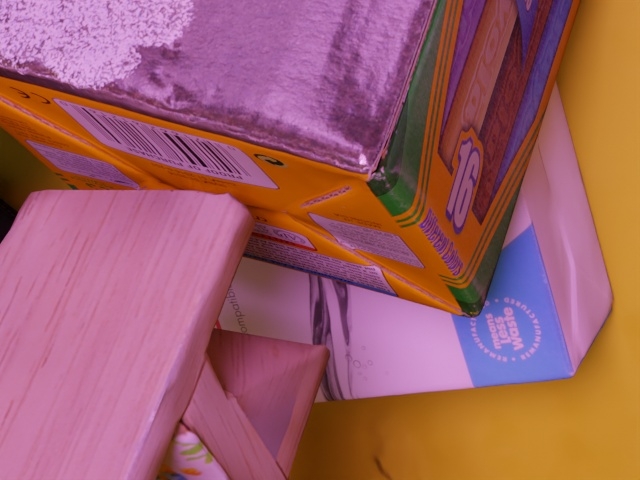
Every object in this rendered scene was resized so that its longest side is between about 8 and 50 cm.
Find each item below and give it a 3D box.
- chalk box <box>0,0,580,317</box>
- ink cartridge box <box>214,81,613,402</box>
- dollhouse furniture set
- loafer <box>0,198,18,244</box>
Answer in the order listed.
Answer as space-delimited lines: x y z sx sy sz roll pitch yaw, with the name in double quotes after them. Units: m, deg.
0.006 -0.107 0.479 0.132 0.132 0.213 15 76 20 "chalk box"
0.000 0.000 0.596 0.180 0.060 0.104 -9 110 27 "ink cartridge box"
-0.165 0.191 0.564 0.394 0.257 0.362 3 143 24 "dollhouse furniture set"
-0.185 -0.036 0.664 0.170 0.062 0.061 26 118 10 "loafer"
